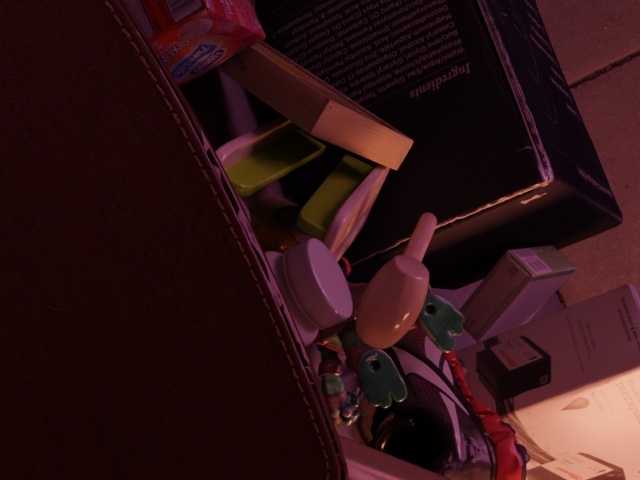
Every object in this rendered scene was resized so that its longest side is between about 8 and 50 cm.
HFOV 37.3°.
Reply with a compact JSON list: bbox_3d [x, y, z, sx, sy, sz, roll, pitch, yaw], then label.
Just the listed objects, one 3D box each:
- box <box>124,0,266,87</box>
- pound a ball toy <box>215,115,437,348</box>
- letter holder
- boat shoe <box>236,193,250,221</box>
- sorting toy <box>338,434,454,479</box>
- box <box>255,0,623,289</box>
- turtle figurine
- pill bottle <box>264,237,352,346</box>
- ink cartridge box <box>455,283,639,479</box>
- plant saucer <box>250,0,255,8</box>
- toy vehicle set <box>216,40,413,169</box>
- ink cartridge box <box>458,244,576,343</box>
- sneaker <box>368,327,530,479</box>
[{"bbox_3d":[-0.169,-0.271,0.844,0.257,0.128,0.122,66,18,9],"label":"box"},{"bbox_3d":[0.000,0.000,0.881,0.208,0.136,0.319,27,19,4],"label":"pound a ball toy"},{"bbox_3d":[-0.116,0.003,0.476,0.302,0.214,0.152,63,18,-4],"label":"letter holder"},{"bbox_3d":[-0.151,-0.068,0.712,0.226,0.076,0.083,52,28,7],"label":"boat shoe"},{"bbox_3d":[0.069,0.257,0.635,0.307,0.041,0.229,23,45,-8],"label":"sorting toy"},{"bbox_3d":[0.156,-0.205,1.280,0.480,0.297,0.472,11,57,-63],"label":"box"},{"bbox_3d":[0.043,0.095,0.942,0.118,0.175,0.234,32,-9,-14],"label":"turtle figurine"},{"bbox_3d":[-0.050,0.055,0.715,0.078,0.137,0.078,52,21,-31],"label":"pill bottle"},{"bbox_3d":[0.277,0.216,1.138,0.223,0.307,0.129,52,24,-34],"label":"ink cartridge box"},{"bbox_3d":[-0.111,-0.305,1.140,0.119,0.021,0.119,41,-44,54],"label":"plant saucer"},{"bbox_3d":[-0.046,-0.165,0.951,0.267,0.035,0.166,39,13,31],"label":"toy vehicle set"},{"bbox_3d":[0.232,0.113,1.283,0.056,0.235,0.171,46,24,22],"label":"ink cartridge box"},{"bbox_3d":[0.101,0.174,1.020,0.135,0.098,0.276,1,35,-30],"label":"sneaker"}]
